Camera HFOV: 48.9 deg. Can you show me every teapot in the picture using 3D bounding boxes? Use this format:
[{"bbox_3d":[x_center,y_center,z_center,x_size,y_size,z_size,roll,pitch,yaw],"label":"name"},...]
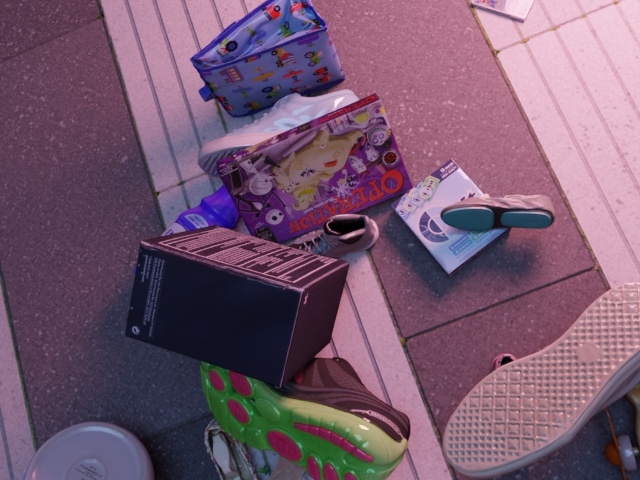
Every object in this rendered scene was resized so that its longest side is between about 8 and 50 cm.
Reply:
[{"bbox_3d":[-0.430,0.486,1.343,0.252,0.187,0.256,-14,53,-20],"label":"teapot"}]

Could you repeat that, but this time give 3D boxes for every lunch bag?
[{"bbox_3d":[-0.119,-0.365,1.470,0.293,0.221,0.138,-29,72,3],"label":"lunch bag"}]

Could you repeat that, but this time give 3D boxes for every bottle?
[{"bbox_3d":[-0.259,-0.005,1.474,0.118,0.092,0.283,41,87,15],"label":"bottle"}]

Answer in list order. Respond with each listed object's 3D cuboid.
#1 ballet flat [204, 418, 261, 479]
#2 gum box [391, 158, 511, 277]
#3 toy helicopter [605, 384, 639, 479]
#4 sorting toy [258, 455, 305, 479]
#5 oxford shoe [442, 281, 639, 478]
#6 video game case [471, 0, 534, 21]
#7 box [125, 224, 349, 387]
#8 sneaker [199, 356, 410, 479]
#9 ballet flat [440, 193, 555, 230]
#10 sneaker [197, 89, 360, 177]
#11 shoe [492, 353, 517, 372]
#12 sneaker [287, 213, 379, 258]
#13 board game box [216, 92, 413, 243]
[{"bbox_3d":[-0.163,0.454,1.345,0.091,0.077,0.241,-32,72,2],"label":"ballet flat"},{"bbox_3d":[0.259,-0.046,1.403,0.157,0.041,0.184,-38,72,-1],"label":"gum box"},{"bbox_3d":[0.564,0.294,1.227,0.235,0.140,0.355,-40,61,9],"label":"toy helicopter"},{"bbox_3d":[-0.076,0.443,1.352,0.083,0.012,0.062,26,86,-4],"label":"sorting toy"},{"bbox_3d":[0.405,0.249,1.180,0.449,0.130,0.169,-38,50,-2],"label":"oxford shoe"},{"bbox_3d":[0.399,-0.528,1.513,0.122,0.011,0.087,24,82,16],"label":"video game case"},{"bbox_3d":[-0.137,0.103,1.262,0.294,0.296,0.182,14,101,15],"label":"box"},{"bbox_3d":[-0.045,0.299,1.324,0.483,0.202,0.185,26,114,31],"label":"sneaker"},{"bbox_3d":[0.337,-0.058,1.344,0.213,0.072,0.068,2,47,9],"label":"ballet flat"},{"bbox_3d":[-0.081,-0.229,1.487,0.366,0.135,0.150,-10,58,2],"label":"sneaker"},{"bbox_3d":[0.349,0.293,1.275,0.063,0.081,0.178,-11,74,9],"label":"shoe"},{"bbox_3d":[0.000,0.000,1.397,0.229,0.132,0.086,-26,72,4],"label":"sneaker"},{"bbox_3d":[-0.009,-0.132,1.411,0.347,0.208,0.056,-23,33,6],"label":"board game box"}]
